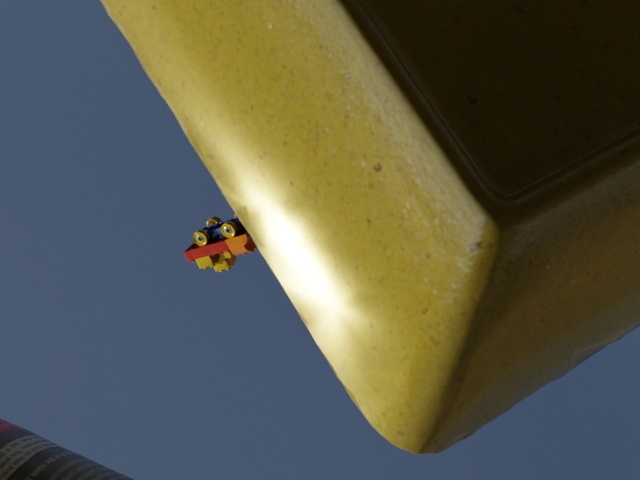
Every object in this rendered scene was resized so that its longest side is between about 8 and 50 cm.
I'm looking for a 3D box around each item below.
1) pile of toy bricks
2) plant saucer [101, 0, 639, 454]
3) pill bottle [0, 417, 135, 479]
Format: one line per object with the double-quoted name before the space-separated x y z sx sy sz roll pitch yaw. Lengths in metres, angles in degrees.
"pile of toy bricks" 0.000 0.000 1.072 0.105 0.212 0.118 64 -145 -17
"plant saucer" 0.086 -0.129 0.546 0.333 0.081 0.333 -28 -103 -24
"pill bottle" -0.127 0.245 0.794 0.318 0.176 0.176 21 -118 15
